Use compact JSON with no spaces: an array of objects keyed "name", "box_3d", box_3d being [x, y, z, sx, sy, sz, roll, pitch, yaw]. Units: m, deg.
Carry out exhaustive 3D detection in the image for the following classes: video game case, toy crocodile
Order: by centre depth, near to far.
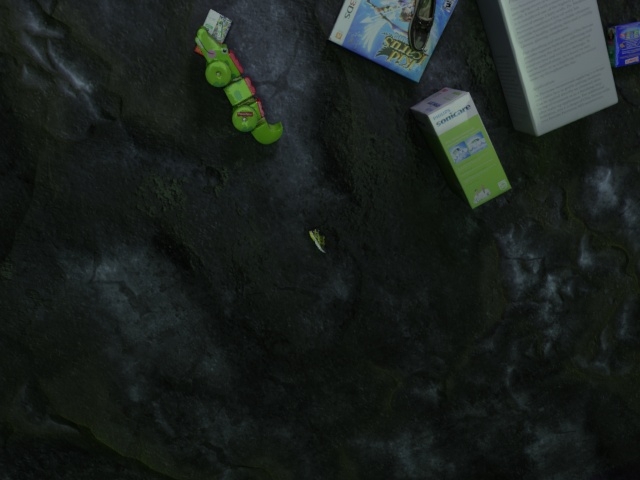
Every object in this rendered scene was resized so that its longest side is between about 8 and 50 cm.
[{"name":"video game case","box_3d":[0.188,-0.581,1.375,0.270,0.061,0.244,22,108,-11]},{"name":"toy crocodile","box_3d":[-0.216,-0.398,1.375,0.105,0.115,0.340,-28,116,5]}]

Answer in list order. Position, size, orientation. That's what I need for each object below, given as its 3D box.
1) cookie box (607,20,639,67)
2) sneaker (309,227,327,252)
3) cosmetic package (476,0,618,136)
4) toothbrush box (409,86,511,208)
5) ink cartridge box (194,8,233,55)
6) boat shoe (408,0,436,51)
[{"name":"cookie box","box_3d":[0.838,-0.536,1.444,0.092,0.040,0.107,-11,109,0]},{"name":"sneaker","box_3d":[0.000,0.000,1.581,0.035,0.031,0.083,-34,108,7]},{"name":"cosmetic package","box_3d":[0.573,-0.529,1.365,0.230,0.161,0.452,-22,109,4]},{"name":"toothbrush box","box_3d":[0.373,-0.254,1.425,0.122,0.206,0.283,-30,108,7]},{"name":"ink cartridge box","box_3d":[-0.280,-0.533,1.376,0.063,0.029,0.115,26,105,-13]},{"name":"boat shoe","box_3d":[0.257,-0.555,1.329,0.056,0.049,0.152,2,110,-6]}]
